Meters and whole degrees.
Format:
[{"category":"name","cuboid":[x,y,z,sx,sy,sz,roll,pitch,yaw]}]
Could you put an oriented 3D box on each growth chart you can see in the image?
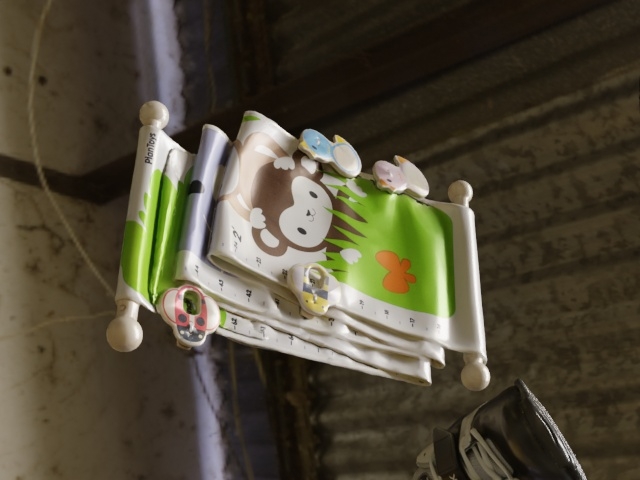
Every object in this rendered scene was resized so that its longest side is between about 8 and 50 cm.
[{"category":"growth chart","cuboid":[0.000,0.000,0.483,0.021,0.237,0.172,-46,-139,45]}]

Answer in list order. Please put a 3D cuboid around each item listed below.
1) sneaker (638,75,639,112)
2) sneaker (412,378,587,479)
[{"category":"sneaker","cuboid":[0.316,-0.076,0.718,0.082,0.069,0.209,0,-132,11]},{"category":"sneaker","cuboid":[0.166,0.233,0.877,0.146,0.330,0.122,-27,-109,-6]}]
